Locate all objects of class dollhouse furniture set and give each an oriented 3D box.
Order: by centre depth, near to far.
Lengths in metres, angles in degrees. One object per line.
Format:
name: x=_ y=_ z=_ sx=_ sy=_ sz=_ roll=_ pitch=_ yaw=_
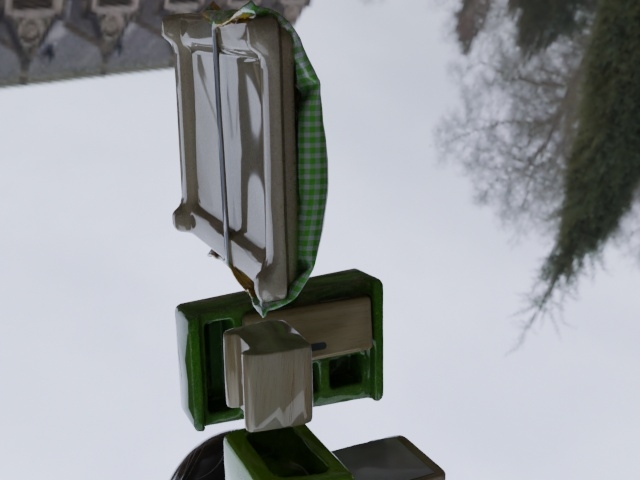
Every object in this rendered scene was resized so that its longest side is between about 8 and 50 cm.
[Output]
dollhouse furniture set: x=0.000 y=0.000 z=0.593 sx=0.151 sy=0.302 sz=0.197 roll=-8 pitch=-164 yaw=-22

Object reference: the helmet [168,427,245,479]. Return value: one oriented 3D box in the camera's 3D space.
helmet: x=-0.084 y=0.274 z=0.947 sx=0.169 sy=0.170 sz=0.161 roll=22 pitch=-154 yaw=12
